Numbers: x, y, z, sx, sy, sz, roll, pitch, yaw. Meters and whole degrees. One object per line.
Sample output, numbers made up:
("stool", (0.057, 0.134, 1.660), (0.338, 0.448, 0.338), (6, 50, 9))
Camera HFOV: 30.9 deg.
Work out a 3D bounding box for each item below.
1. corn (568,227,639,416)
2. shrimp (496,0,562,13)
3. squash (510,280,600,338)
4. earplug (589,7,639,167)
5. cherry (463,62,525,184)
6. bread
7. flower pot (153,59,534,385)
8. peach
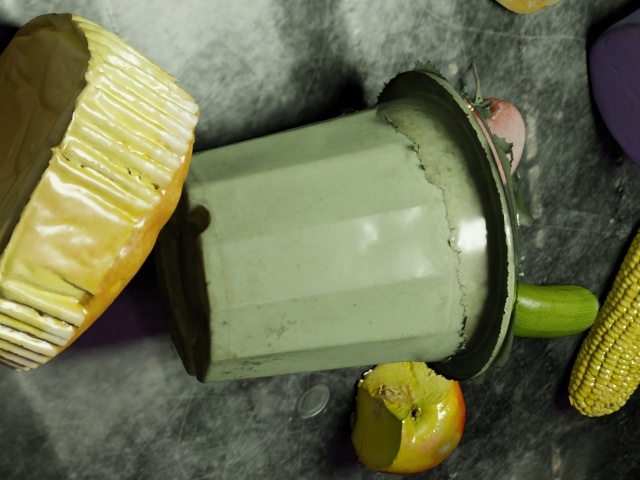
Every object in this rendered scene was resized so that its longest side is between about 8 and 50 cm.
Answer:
("corn", (0.407, 0.101, 1.485), (0.106, 0.106, 0.293), (0, 120, -39))
("shrimp", (0.271, -0.328, 1.107), (0.296, 0.058, 0.169), (-36, 143, -9))
("squash", (0.254, 0.081, 1.368), (0.258, 0.069, 0.069), (8, 114, -42))
("earplug", (0.521, -0.254, 1.262), (0.456, 0.215, 0.215), (-37, 136, -19))
("cherry", (0.156, -0.090, 1.150), (0.106, 0.087, 0.126), (-33, 132, -11))
("bread", (-0.198, -0.031, 0.838), (0.133, 0.179, 0.250), (29, 90, -38))
("flower pot", (0.000, 0.000, 0.982), (0.259, 0.290, 0.290), (-8, 125, -19))
("peach", (0.099, 0.202, 1.287), (0.151, 0.151, 0.118), (-44, 124, -6))
